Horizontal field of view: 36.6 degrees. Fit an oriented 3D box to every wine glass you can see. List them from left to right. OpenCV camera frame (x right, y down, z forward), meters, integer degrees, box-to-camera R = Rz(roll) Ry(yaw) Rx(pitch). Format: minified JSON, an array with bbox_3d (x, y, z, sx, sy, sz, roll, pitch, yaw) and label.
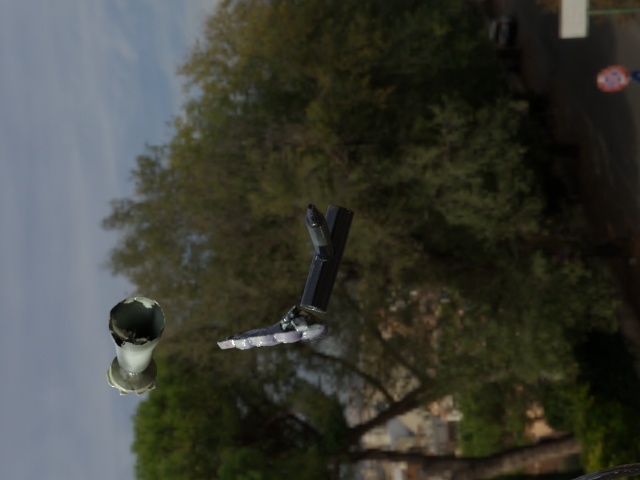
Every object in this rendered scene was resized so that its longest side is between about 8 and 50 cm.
[{"bbox_3d":[-0.236,0.138,1.235,0.155,0.072,0.072,110,162,-55],"label":"wine glass"}]

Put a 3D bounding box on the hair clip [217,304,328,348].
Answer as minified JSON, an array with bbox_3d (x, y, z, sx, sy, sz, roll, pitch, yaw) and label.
[{"bbox_3d":[-0.075,0.132,1.441,0.195,0.124,0.052,-17,79,50],"label":"hair clip"}]

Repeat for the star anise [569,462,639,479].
[{"bbox_3d":[0.311,0.205,0.728,0.227,0.219,0.148,-2,105,66],"label":"star anise"}]

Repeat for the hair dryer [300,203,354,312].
[{"bbox_3d":[-0.005,0.012,1.485,0.195,0.050,0.173,46,-124,-71],"label":"hair dryer"}]
